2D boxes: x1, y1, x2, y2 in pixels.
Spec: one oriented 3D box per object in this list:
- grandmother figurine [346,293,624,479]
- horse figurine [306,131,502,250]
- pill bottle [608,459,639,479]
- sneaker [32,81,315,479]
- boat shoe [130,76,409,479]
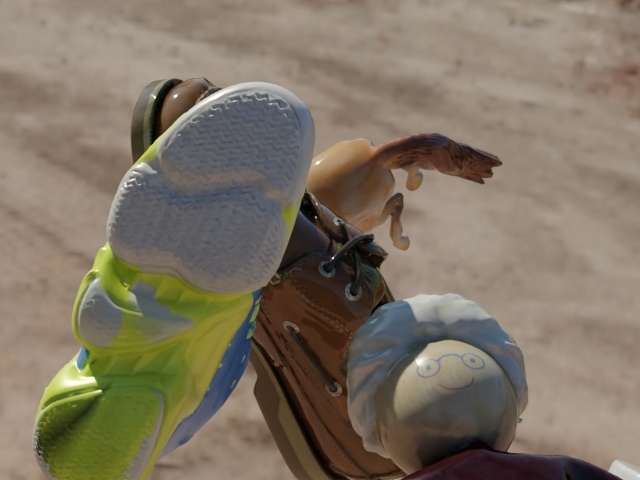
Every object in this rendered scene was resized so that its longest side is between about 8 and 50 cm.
[{"bbox_3d":[0.093,0.158,0.853,0.207,0.104,0.342,1,43,-23],"label":"grandmother figurine"},{"bbox_3d":[0.000,0.000,1.344,0.066,0.263,0.174,51,6,21],"label":"horse figurine"},{"bbox_3d":[0.213,0.312,1.368,0.160,0.283,0.160,25,0,0],"label":"pill bottle"},{"bbox_3d":[-0.070,0.024,1.020,0.091,0.240,0.126,33,9,11],"label":"sneaker"},{"bbox_3d":[-0.005,0.022,1.156,0.104,0.307,0.111,-7,41,30],"label":"boat shoe"}]
